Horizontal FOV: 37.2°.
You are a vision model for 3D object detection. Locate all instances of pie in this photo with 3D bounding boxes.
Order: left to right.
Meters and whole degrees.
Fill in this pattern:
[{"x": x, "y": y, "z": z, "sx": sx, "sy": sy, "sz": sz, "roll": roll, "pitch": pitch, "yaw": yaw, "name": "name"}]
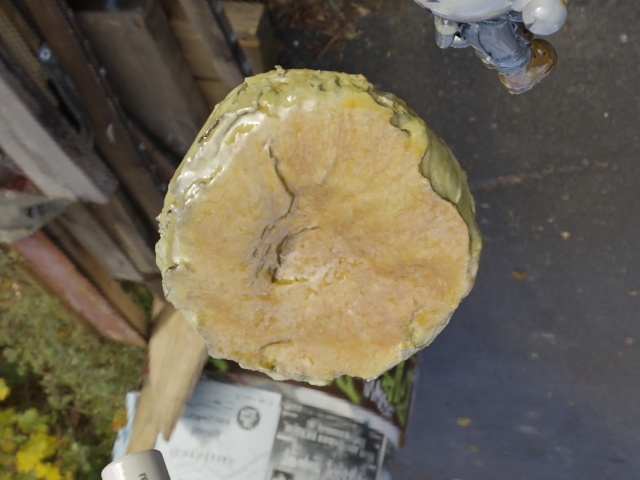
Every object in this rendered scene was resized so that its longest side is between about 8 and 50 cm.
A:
[{"x": 0.000, "y": 0.000, "z": 0.938, "sx": 0.339, "sy": 0.083, "sz": 0.340, "roll": -2, "pitch": 112, "yaw": -4, "name": "pie"}]

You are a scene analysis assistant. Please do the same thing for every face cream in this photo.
[{"x": -0.209, "y": 0.442, "z": 1.285, "sx": 0.092, "sy": 0.311, "sz": 0.092, "roll": -20, "pitch": 157, "yaw": -9, "name": "face cream"}]

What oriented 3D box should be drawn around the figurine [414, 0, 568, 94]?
[{"x": 0.202, "y": -0.315, "z": 1.123, "sx": 0.261, "sy": 0.186, "sz": 0.382, "roll": 42, "pitch": -176, "yaw": 32, "name": "figurine"}]
